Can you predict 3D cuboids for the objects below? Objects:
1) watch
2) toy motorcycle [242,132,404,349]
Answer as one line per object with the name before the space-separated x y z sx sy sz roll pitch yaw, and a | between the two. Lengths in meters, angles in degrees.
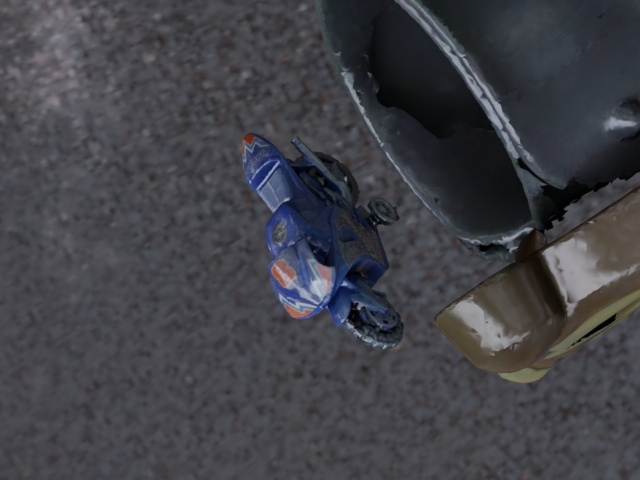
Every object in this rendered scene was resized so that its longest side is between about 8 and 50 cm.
watch | 0.139 -0.095 1.128 0.327 0.314 0.335 55 170 10
toy motorcycle | 0.000 0.000 1.261 0.076 0.114 0.205 -49 42 33
